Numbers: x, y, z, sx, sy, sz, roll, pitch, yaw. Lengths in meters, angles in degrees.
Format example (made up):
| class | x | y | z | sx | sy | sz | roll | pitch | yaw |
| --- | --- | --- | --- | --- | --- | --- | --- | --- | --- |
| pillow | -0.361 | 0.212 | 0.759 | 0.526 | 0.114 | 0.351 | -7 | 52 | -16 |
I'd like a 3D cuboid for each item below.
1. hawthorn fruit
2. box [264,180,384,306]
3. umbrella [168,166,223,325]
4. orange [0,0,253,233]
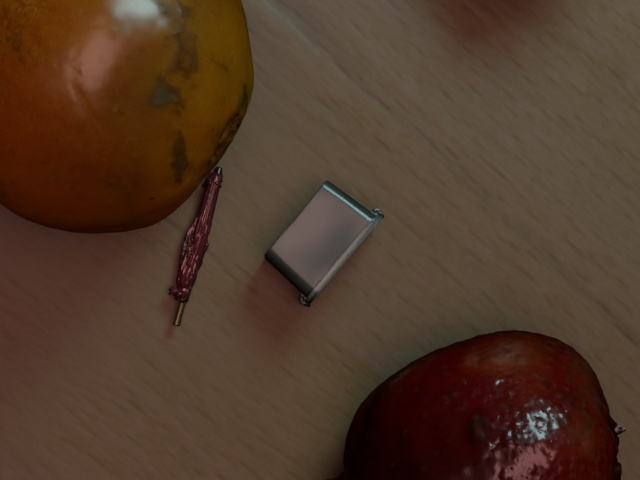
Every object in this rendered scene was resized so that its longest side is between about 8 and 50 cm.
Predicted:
| class | x | y | z | sx | sy | sz | roll | pitch | yaw |
| --- | --- | --- | --- | --- | --- | --- | --- | --- | --- |
| hawthorn fruit | 0.144 | 0.221 | 1.913 | 0.307 | 0.265 | 0.265 | -4 | 93 | 11 |
| box | 0.000 | 0.000 | 1.964 | 0.069 | 0.084 | 0.122 | 40 | 85 | 0 |
| umbrella | -0.126 | 0.005 | 1.972 | 0.027 | 0.025 | 0.165 | 16 | 91 | -33 |
| orange | -0.209 | -0.162 | 1.815 | 0.312 | 0.312 | 0.312 | 0 | 92 | -8 |
